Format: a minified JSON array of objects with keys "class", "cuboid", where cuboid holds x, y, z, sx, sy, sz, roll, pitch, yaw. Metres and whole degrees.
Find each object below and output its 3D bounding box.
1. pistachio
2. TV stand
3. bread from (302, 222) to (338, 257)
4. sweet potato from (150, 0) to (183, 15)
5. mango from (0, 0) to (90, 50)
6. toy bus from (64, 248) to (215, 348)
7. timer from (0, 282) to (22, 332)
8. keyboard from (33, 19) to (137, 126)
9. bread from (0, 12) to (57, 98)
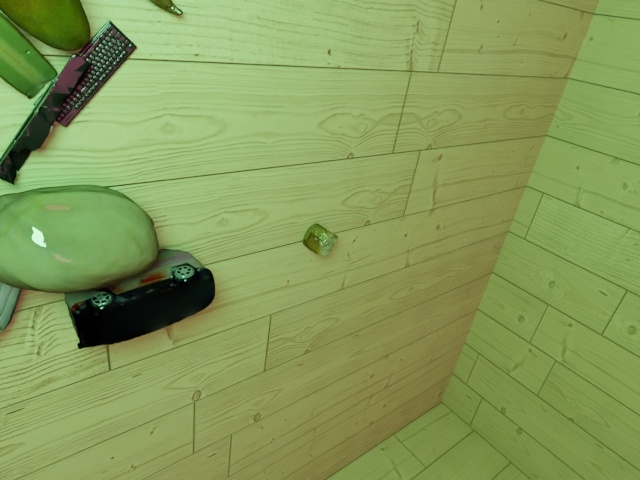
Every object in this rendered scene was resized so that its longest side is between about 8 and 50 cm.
[{"class":"pistachio","cuboid":[-0.441,0.003,0.836,0.332,0.208,0.226,0,125,-58]},{"class":"TV stand","cuboid":[-0.473,-0.209,0.764,0.036,0.042,0.249,32,97,-43]},{"class":"bread","cuboid":[0.000,0.000,1.350,0.077,0.070,0.083,27,95,-50]},{"class":"sweet potato","cuboid":[-0.328,-0.439,0.749,0.214,0.050,0.050,1,116,-51]},{"class":"mango","cuboid":[-0.421,-0.393,0.615,0.129,0.146,0.289,-35,138,-14]},{"class":"toy bus","cuboid":[-0.398,0.120,0.998,0.303,0.147,0.127,-21,135,-35]},{"class":"timer","cuboid":[-0.661,0.101,0.799,0.209,0.069,0.190,14,104,-46]},{"class":"keyboard","cuboid":[-0.415,-0.294,0.796,0.198,0.010,0.064,-50,138,-3]},{"class":"bread","cuboid":[-0.476,-0.282,0.690,0.074,0.084,0.139,-47,140,-10]}]
